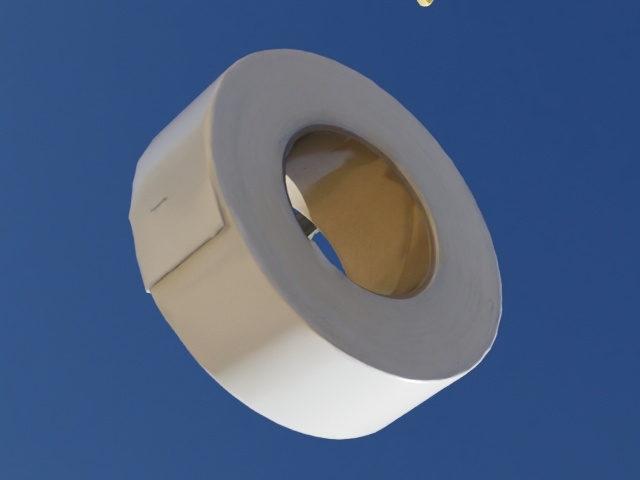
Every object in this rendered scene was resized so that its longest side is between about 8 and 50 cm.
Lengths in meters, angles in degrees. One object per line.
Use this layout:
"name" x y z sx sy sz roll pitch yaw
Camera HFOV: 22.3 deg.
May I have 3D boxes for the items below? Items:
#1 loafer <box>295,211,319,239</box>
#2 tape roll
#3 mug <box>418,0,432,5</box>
"loafer" -0.040 0.011 1.540 0.056 0.148 0.050 -25 -84 37
"tape roll" 0.000 0.000 1.202 0.100 0.286 0.286 -37 -119 37
"mug" 0.099 -0.279 1.634 0.062 0.078 0.064 -34 -156 50
